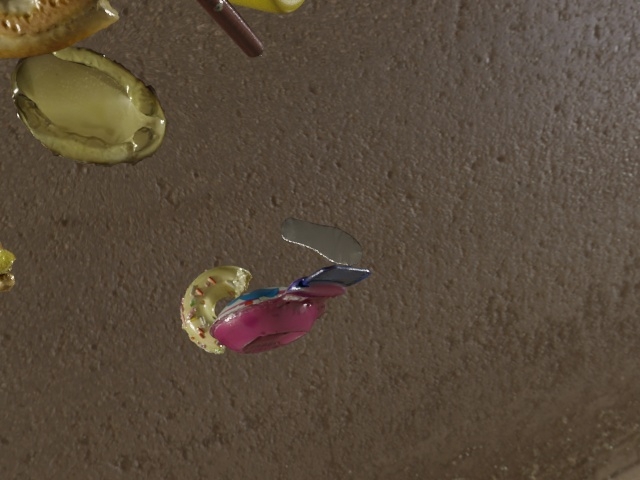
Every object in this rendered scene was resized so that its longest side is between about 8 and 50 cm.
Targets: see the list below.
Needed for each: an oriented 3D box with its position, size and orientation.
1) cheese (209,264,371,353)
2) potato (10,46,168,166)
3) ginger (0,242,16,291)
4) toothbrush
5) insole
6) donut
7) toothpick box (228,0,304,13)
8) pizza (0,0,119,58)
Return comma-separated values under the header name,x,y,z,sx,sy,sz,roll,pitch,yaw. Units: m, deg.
name,x,y,z,sx,sy,sz,roll,pitch,yaw
cheese,-0.045,0.085,0.638,0.155,0.062,0.244,8,147,-43
potato,-0.478,-0.254,1.044,0.286,0.243,0.242,4,107,-39
ginger,-0.746,0.012,1.109,0.102,0.157,0.216,-38,130,-51
toothbrush,-0.187,-0.400,0.821,0.040,0.041,0.364,-54,156,2
insole,0.000,0.000,0.803,0.002,0.153,0.053,2,103,-61
donut,-0.200,0.113,0.939,0.108,0.065,0.165,17,69,2
toothpick box,-0.166,-0.598,1.115,0.175,0.271,0.174,-37,139,-41
pizza,-0.425,-0.363,0.603,0.409,0.114,0.277,15,100,1
